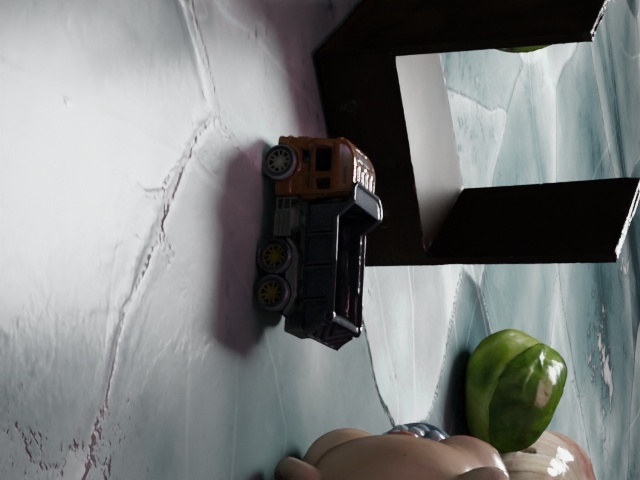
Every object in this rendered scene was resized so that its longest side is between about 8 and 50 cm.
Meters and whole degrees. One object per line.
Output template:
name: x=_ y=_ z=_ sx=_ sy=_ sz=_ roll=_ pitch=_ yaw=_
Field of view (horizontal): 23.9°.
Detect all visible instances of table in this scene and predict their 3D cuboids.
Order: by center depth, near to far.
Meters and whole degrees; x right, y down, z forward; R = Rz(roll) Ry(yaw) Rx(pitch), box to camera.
table: x=0.173 y=-0.123 z=1.581 sx=0.196 sy=0.282 sz=0.250 roll=-53 pitch=136 yaw=-58

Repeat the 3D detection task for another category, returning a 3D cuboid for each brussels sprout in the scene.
brussels sprout: x=0.255 y=0.189 z=1.972 sx=0.183 sy=0.131 sz=0.145 roll=-56 pitch=144 yaw=-50

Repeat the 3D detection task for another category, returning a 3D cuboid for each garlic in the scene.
garlic: x=0.340 y=0.363 z=2.025 sx=0.245 sy=0.253 sz=0.245 roll=-9 pitch=90 yaw=-75

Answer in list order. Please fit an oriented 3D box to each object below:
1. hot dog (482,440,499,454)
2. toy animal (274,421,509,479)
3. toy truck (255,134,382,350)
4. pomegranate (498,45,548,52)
hot dog: x=0.168 y=0.360 z=1.669 sx=0.158 sy=0.117 sz=0.348 roll=-57 pitch=153 yaw=-31
toy animal: x=0.071 y=0.286 z=1.408 sx=0.229 sy=0.210 sz=0.221 roll=7 pitch=84 yaw=-82
toy truck: x=0.000 y=0.000 z=1.383 sx=0.083 sy=0.092 sz=0.192 roll=33 pitch=56 yaw=-64
pomegranate: x=0.242 y=-0.372 z=1.860 sx=0.306 sy=0.242 sz=0.242 roll=46 pitch=46 yaw=-64
